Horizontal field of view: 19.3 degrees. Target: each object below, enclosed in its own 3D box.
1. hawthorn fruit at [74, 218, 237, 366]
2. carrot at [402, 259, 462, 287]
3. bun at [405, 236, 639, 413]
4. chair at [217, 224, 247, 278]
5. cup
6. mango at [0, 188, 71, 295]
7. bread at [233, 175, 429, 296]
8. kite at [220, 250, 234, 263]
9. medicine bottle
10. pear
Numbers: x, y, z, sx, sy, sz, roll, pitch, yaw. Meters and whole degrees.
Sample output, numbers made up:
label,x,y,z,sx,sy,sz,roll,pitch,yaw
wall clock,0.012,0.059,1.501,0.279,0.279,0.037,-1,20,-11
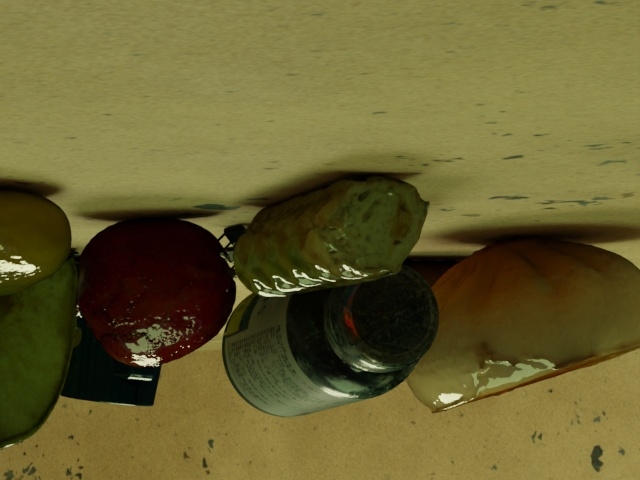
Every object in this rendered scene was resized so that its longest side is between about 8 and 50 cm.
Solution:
label,x,y,z,sx,sy,sz,roll,pitch,yaw
hawthorn fruit,-0.145,0.043,1.771,0.172,0.148,0.148,-19,171,9
carrot,0.172,0.077,2.306,0.302,0.114,0.114,0,174,-22
bun,0.221,0.078,2.080,0.299,0.164,0.299,-19,173,-2
chair,-0.074,0.000,1.875,0.037,0.042,0.086,-8,-152,49
cup,-0.223,0.107,2.122,0.131,0.155,0.176,8,179,-29
mango,-0.268,0.003,1.572,0.122,0.085,0.191,3,174,-14
bread,-0.001,0.001,1.638,0.087,0.098,0.269,38,162,-13
kite,-0.096,0.019,2.119,0.245,0.015,0.141,-4,173,18
medicine bottle,0.012,0.092,1.833,0.141,0.141,0.293,0,171,-21
pear,-0.377,0.136,2.018,0.238,0.255,0.164,-4,174,-33
